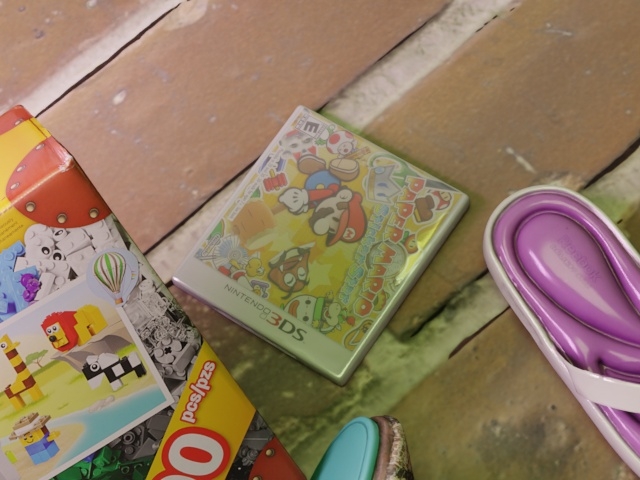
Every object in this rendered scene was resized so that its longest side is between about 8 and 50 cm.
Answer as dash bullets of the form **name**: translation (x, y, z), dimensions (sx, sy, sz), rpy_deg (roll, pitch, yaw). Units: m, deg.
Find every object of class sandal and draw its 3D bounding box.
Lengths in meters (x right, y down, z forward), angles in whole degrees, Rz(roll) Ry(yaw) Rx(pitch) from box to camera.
- **sandal**: translation (0.297, 0.102, 1.461), dimensions (0.169, 0.102, 0.416), rpy_deg (-44, 67, -10)

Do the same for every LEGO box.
- **LEGO box**: translation (-0.326, 0.193, 1.353), dimensions (0.500, 0.372, 0.193), rpy_deg (-38, 27, -7)

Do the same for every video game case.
- **video game case**: translation (0.000, 0.000, 1.600), dimensions (0.206, 0.026, 0.227), rpy_deg (30, 73, 20)

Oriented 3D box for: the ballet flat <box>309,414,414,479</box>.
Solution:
- **ballet flat**: translation (-0.015, 0.387, 1.362), dimensions (0.182, 0.164, 0.482), rpy_deg (35, 77, -16)
